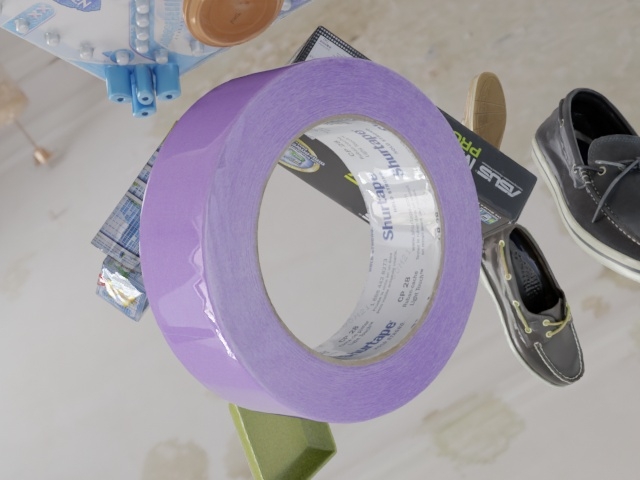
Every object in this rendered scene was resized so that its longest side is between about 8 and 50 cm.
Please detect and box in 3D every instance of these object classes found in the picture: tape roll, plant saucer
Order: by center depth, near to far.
[{"bbox_3d":[-0.065,-0.182,0.926,0.083,0.083,0.013,-31,-125,4],"label":"plant saucer"},{"bbox_3d":[0.000,0.000,0.929,0.090,0.275,0.275,-1,-137,50],"label":"tape roll"},{"bbox_3d":[-0.064,0.274,1.772,0.045,0.188,0.188,-12,-167,33],"label":"plant saucer"}]

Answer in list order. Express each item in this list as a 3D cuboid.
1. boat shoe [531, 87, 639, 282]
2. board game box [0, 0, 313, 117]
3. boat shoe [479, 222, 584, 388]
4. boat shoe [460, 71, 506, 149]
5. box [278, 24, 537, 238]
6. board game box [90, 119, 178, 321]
[{"bbox_3d":[0.485,-0.090,1.943,0.500,0.186,0.156,-108,-147,-53],"label":"boat shoe"},{"bbox_3d":[-0.167,-0.273,1.140,0.390,0.390,0.050,-24,-120,30],"label":"board game box"},{"bbox_3d":[0.259,0.080,1.448,0.081,0.228,0.068,-36,-170,-27],"label":"boat shoe"},{"bbox_3d":[0.190,-0.124,1.489,0.063,0.170,0.059,-3,-172,-39],"label":"boat shoe"},{"bbox_3d":[0.061,-0.089,1.250,0.060,0.270,0.216,-60,-169,-21],"label":"box"},{"bbox_3d":[-0.165,-0.012,1.231,0.194,0.060,0.194,-56,174,-3],"label":"board game box"}]
